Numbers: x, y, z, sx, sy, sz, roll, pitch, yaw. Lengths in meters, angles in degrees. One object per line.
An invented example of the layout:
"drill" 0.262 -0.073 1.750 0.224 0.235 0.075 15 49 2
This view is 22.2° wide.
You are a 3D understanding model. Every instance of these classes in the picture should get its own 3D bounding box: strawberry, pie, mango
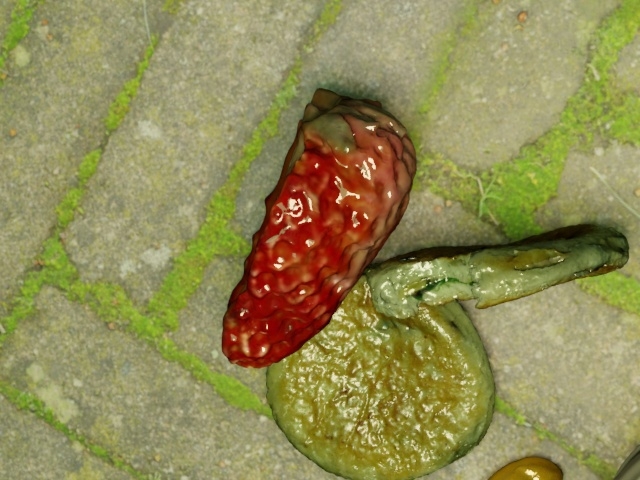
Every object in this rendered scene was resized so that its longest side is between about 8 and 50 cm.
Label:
"strawberry" 0.000 0.000 1.841 0.149 0.265 0.336 22 107 -6
"pie" 0.072 0.166 1.939 0.277 0.078 0.277 3 101 18
"pie" 0.193 0.031 1.778 0.302 0.302 0.067 -9 91 14
"mango" 0.216 0.339 1.927 0.098 0.075 0.190 23 99 -7

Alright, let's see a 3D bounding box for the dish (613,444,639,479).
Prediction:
"dish" 0.419 0.285 1.815 0.316 0.316 0.106 -42 44 15
